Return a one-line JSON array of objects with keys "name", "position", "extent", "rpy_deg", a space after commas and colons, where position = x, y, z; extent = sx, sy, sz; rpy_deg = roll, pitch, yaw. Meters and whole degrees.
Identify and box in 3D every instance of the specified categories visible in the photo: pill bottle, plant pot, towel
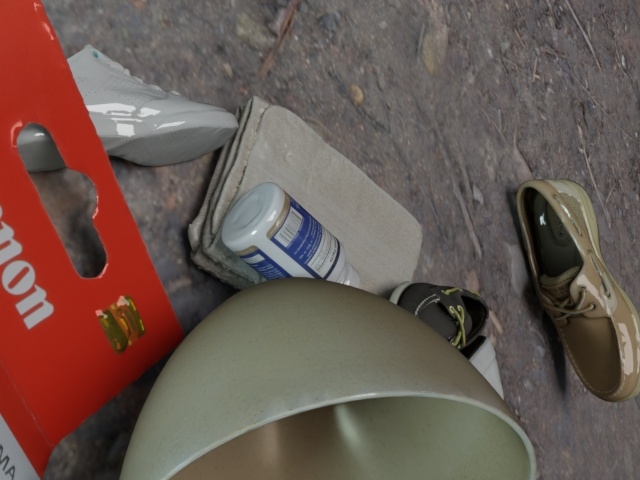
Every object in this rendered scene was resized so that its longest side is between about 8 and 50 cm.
[{"name": "pill bottle", "position": [-0.021, 0.011, 0.591], "extent": [0.120, 0.067, 0.067], "rpy_deg": [42, 52, -31]}, {"name": "plant pot", "position": [-0.012, 0.139, 0.523], "extent": [0.284, 0.284, 0.191], "rpy_deg": [34, 22, -34]}, {"name": "towel", "position": [0.000, 0.000, 0.702], "extent": [0.282, 0.049, 0.187], "rpy_deg": [37, 56, -34]}]

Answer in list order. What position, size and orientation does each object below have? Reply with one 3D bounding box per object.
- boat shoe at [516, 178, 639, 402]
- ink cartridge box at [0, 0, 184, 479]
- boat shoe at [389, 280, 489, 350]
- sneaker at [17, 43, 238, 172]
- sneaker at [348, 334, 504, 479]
[{"name": "boat shoe", "position": [0.364, 0.072, 1.011], "extent": [0.110, 0.121, 0.341], "rpy_deg": [-1, 69, -41]}, {"name": "ink cartridge box", "position": [-0.229, 0.051, 0.359], "extent": [0.385, 0.091, 0.308], "rpy_deg": [-41, 125, -41]}, {"name": "boat shoe", "position": [0.128, 0.084, 0.737], "extent": [0.228, 0.069, 0.081], "rpy_deg": [-4, 96, -67]}, {"name": "sneaker", "position": [-0.160, -0.113, 0.556], "extent": [0.212, 0.080, 0.094], "rpy_deg": [-8, 73, -45]}, {"name": "sneaker", "position": [0.132, 0.205, 0.725], "extent": [0.290, 0.106, 0.123], "rpy_deg": [-25, 97, -52]}]
